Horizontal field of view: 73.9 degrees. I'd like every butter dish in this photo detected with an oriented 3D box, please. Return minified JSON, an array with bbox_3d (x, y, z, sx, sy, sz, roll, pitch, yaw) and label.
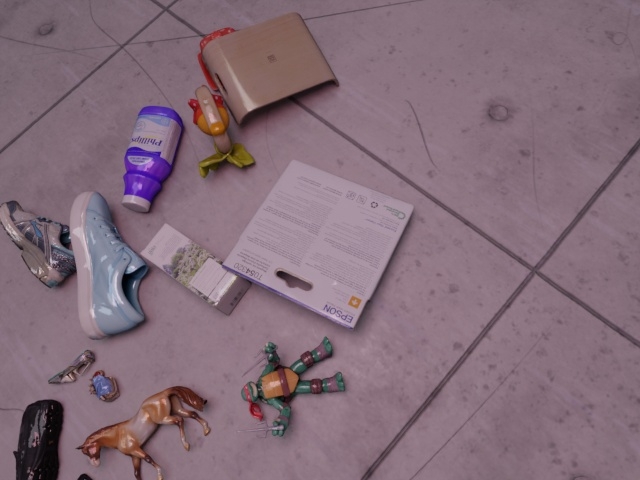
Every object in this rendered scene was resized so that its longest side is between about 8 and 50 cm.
[{"bbox_3d":[-0.273,-0.534,1.195,0.160,0.118,0.159,-25,68,-1],"label":"butter dish"}]

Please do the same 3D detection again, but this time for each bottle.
[{"bbox_3d":[-0.450,-0.215,1.120,0.118,0.092,0.282,6,71,9],"label":"bottle"}]

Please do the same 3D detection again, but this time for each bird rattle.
[{"bbox_3d":[-0.260,-0.298,1.071,0.143,0.207,0.253,-13,76,-8],"label":"bird rattle"}]

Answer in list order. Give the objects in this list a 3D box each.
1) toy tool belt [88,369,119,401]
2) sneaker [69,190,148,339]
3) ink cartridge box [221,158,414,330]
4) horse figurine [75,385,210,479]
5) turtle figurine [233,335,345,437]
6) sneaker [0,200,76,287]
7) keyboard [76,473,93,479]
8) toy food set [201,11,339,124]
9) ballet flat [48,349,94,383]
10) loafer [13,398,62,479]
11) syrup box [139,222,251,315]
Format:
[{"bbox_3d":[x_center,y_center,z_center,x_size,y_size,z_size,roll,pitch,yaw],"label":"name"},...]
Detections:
[{"bbox_3d":[-0.492,0.324,0.954,0.052,0.051,0.083,-41,70,-7],"label":"toy tool belt"},{"bbox_3d":[-0.491,0.044,1.024,0.150,0.135,0.365,-13,78,-4],"label":"sneaker"},{"bbox_3d":[0.000,0.000,0.970,0.324,0.071,0.330,24,68,15],"label":"ink cartridge box"},{"bbox_3d":[-0.354,0.402,0.900,0.174,0.066,0.263,43,84,13],"label":"horse figurine"},{"bbox_3d":[-0.078,0.290,0.873,0.234,0.118,0.175,-16,83,-14],"label":"turtle figurine"},{"bbox_3d":[-0.710,-0.008,1.095,0.122,0.110,0.283,-36,71,-24],"label":"sneaker"},{"bbox_3d":[-0.522,0.594,0.871,0.100,0.038,0.192,27,77,16],"label":"keyboard"},{"bbox_3d":[-0.131,-0.458,1.139,0.306,0.092,0.219,-26,82,-12],"label":"toy food set"},{"bbox_3d":[-0.573,0.302,0.983,0.114,0.041,0.041,-39,70,-6],"label":"ballet flat"},{"bbox_3d":[-0.615,0.461,0.915,0.078,0.076,0.223,-12,64,9],"label":"loafer"},{"bbox_3d":[-0.290,0.066,0.994,0.237,0.096,0.093,31,76,18],"label":"syrup box"}]
